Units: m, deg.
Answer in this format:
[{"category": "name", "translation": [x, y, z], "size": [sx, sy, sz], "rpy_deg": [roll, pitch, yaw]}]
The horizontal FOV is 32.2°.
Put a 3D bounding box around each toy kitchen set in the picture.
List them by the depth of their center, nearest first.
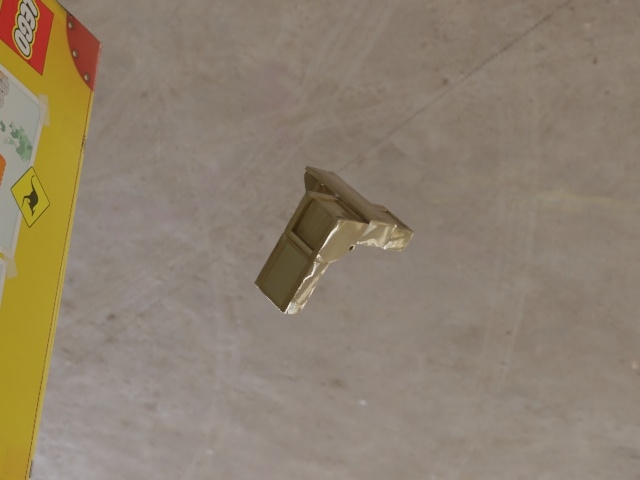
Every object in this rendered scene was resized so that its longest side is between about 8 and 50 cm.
[{"category": "toy kitchen set", "translation": [0.000, 0.000, 0.736], "size": [0.083, 0.068, 0.075], "rpy_deg": [8, 118, -50]}]

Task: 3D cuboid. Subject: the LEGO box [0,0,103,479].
[{"category": "LEGO box", "translation": [-0.375, -0.029, 0.850], "size": [0.193, 0.500, 0.372], "rpy_deg": [-6, 154, 22]}]
